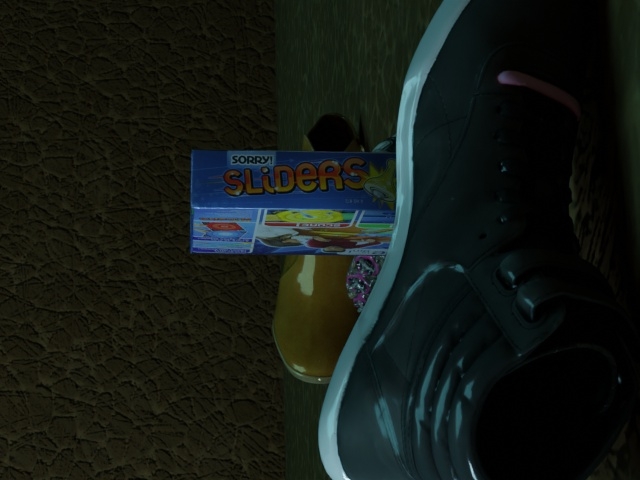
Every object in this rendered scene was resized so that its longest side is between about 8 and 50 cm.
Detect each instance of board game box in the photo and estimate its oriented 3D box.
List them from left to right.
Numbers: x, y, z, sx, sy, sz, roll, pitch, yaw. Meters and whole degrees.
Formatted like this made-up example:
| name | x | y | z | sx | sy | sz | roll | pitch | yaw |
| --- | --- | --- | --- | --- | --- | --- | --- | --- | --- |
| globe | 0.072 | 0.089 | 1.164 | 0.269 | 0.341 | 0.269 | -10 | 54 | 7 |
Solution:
| name | x | y | z | sx | sy | sz | roll | pitch | yaw |
| --- | --- | --- | --- | --- | --- | --- | --- | --- | --- |
| board game box | 0.025 | -0.019 | 0.873 | 0.136 | 0.201 | 0.035 | 117 | 154 | -77 |

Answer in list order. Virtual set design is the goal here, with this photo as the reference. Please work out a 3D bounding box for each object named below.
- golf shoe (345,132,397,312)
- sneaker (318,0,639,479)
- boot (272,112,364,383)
| name | x | y | z | sx | sy | sz | roll | pitch | yaw |
| --- | --- | --- | --- | --- | --- | --- | --- | --- | --- |
| golf shoe | 0.067 | -0.007 | 1.265 | 0.186 | 0.067 | 0.086 | 92 | -156 | -43 |
| sneaker | 0.101 | -0.006 | 0.699 | 0.147 | 0.105 | 0.295 | 11 | 83 | 58 |
| boot | 0.001 | 0.000 | 1.711 | 0.295 | 0.104 | 0.211 | -90 | 3 | -55 |
